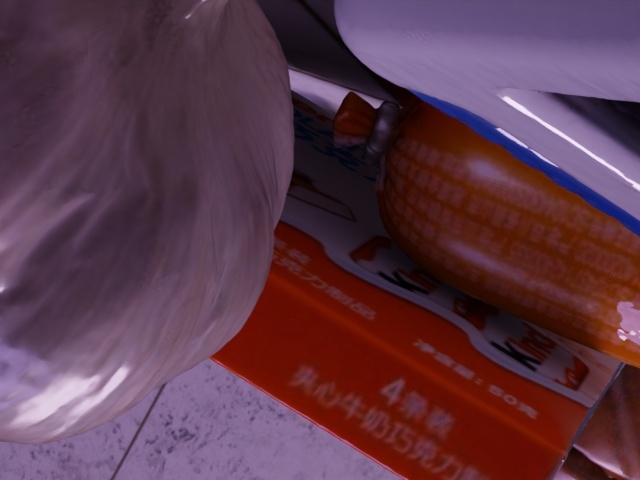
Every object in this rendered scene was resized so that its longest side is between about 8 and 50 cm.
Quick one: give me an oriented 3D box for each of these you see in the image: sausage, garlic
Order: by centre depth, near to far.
[{"bbox_3d":[-0.064,-0.067,0.561,0.212,0.219,0.218,-27,145,31],"label":"garlic"},{"bbox_3d":[0.149,0.012,0.726,0.312,0.093,0.093,22,175,7],"label":"sausage"}]

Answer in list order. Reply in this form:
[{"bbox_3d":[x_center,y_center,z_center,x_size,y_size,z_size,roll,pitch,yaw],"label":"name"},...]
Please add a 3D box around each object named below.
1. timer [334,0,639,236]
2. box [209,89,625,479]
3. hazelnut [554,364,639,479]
[{"bbox_3d":[0.139,-0.031,0.389,0.178,0.078,0.253,29,171,-39],"label":"timer"},{"bbox_3d":[0.000,0.000,0.799,0.273,0.048,0.265,30,-164,9],"label":"box"},{"bbox_3d":[0.169,0.090,1.127,0.182,0.182,0.182,22,175,2],"label":"hazelnut"}]
